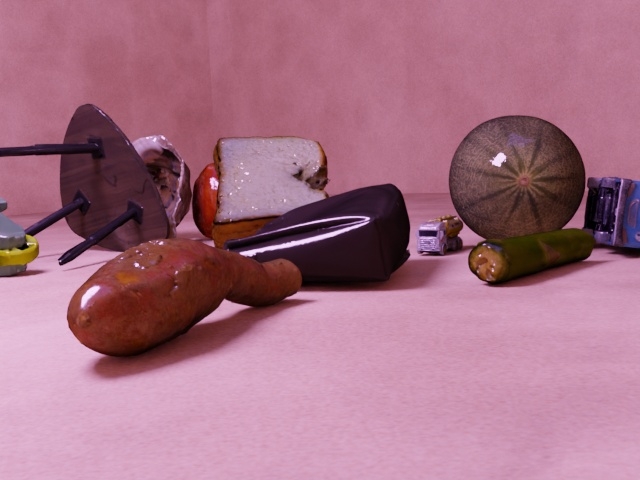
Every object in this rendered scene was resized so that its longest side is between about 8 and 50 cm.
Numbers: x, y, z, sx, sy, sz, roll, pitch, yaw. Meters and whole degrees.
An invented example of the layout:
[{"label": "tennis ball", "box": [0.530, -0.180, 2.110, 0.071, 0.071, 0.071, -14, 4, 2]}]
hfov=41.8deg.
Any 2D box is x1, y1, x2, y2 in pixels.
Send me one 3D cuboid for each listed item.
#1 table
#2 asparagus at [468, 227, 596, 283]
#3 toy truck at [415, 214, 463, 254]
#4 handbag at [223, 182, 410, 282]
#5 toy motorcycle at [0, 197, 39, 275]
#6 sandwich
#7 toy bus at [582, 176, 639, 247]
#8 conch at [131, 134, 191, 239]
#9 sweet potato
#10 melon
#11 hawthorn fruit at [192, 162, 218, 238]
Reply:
[{"label": "table", "box": [-0.504, -0.083, 1.604, 0.317, 0.317, 0.249, 1, 21, 36]}, {"label": "asparagus", "box": [0.304, 0.016, 1.183, 0.067, 0.060, 0.278, -11, -2, 41]}, {"label": "toy truck", "box": [0.211, -0.011, 1.474, 0.052, 0.063, 0.123, 1, 7, 30]}, {"label": "handbag", "box": [0.000, 0.001, 1.236, 0.257, 0.113, 0.285, -7, 12, 13]}, {"label": "toy motorcycle", "box": [-0.656, -0.011, 1.451, 0.326, 0.191, 0.200, 22, 27, 30]}, {"label": "sandwich", "box": [-0.100, -0.106, 1.740, 0.249, 0.095, 0.273, -3, 45, -4]}, {"label": "toy bus", "box": [0.513, -0.045, 1.376, 0.133, 0.116, 0.234, 8, 5, 6]}, {"label": "conch", "box": [-0.380, -0.096, 1.877, 0.324, 0.263, 0.186, 40, 12, 31]}, {"label": "sweet potato", "box": [-0.140, 0.048, 0.893, 0.109, 0.109, 0.385, 0, 6, 24]}, {"label": "melon", "box": [0.349, -0.108, 1.501, 0.237, 0.237, 0.302, -2, 5, 5]}, {"label": "hawthorn fruit", "box": [-0.212, -0.088, 1.916, 0.173, 0.179, 0.173, -18, -20, -7]}]
